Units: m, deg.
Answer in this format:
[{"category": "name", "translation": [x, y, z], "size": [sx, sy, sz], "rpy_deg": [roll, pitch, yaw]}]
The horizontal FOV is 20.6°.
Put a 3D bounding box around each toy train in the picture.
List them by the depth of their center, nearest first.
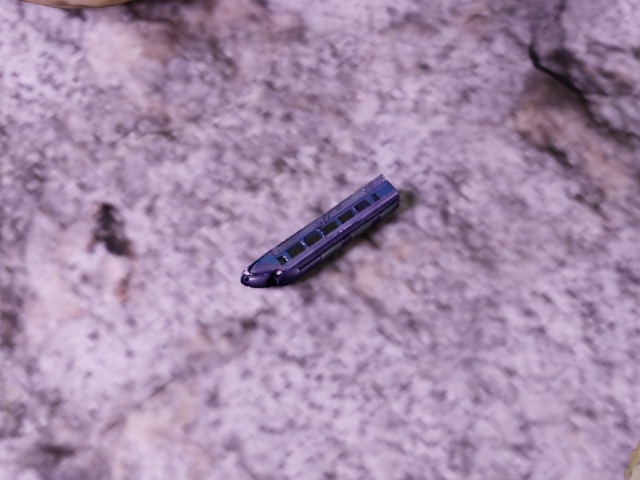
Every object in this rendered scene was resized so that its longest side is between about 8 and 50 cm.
[{"category": "toy train", "translation": [0.000, 0.000, 0.804], "size": [0.083, 0.017, 0.017], "rpy_deg": [-35, 69, -18]}]

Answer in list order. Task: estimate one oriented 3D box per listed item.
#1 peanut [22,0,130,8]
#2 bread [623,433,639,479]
[{"category": "peanut", "translation": [-0.081, -0.174, 0.877], "size": [0.263, 0.101, 0.117], "rpy_deg": [-14, 36, -3]}, {"category": "bread", "translation": [0.215, 0.114, 0.506], "size": [0.239, 0.264, 0.395], "rpy_deg": [20, 35, 6]}]
